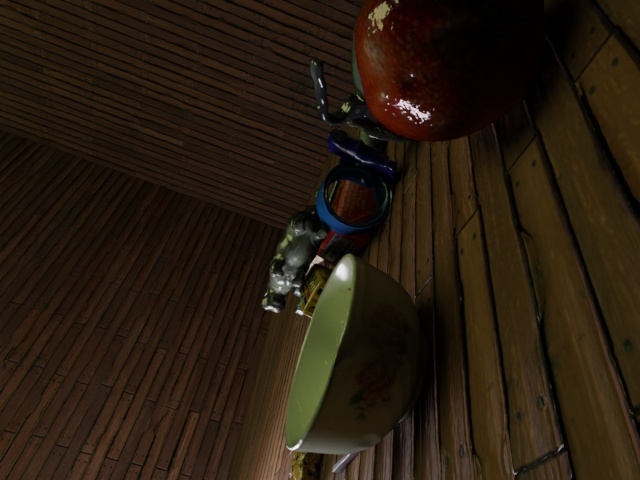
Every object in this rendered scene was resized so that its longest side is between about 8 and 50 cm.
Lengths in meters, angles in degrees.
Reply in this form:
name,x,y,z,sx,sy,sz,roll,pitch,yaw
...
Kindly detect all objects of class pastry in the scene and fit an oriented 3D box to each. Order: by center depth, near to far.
name,x,y,z,sx,sy,sz,roll,pitch,yaw
pastry,-0.032,0.449,0.962,0.080,0.056,0.140,-52,14,33

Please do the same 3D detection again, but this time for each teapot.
name,x,y,z,sx,sy,sz,roll,pitch,yaw
teapot,0.139,-0.328,1.036,0.305,0.223,0.285,-39,-29,-47

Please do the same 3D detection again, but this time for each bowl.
name,x,y,z,sx,sy,sz,roll,pitch,yaw
bowl,0.057,0.169,0.677,0.277,0.145,0.277,-160,90,-82

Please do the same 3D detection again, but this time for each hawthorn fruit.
name,x,y,z,sx,sy,sz,roll,pitch,yaw
hawthorn fruit,0.148,-0.258,0.667,0.300,0.254,0.254,3,73,70

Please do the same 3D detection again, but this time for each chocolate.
name,x,y,z,sx,sy,sz,roll,pitch,yaw
chocolate,0.076,-0.066,1.329,0.237,0.108,0.235,128,159,-65

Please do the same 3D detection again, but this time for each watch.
name,x,y,z,sx,sy,sz,roll,pitch,yaw
watch,0.076,-0.121,1.146,0.171,0.196,0.200,97,-162,-77

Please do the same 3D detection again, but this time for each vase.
name,x,y,z,sx,sy,sz,roll,pitch,yaw
vase,0.155,-0.312,1.464,0.096,0.096,0.219,118,166,-51

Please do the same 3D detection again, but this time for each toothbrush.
name,x,y,z,sx,sy,sz,roll,pitch,yaw
toothbrush,0.058,0.329,0.760,0.017,0.014,0.194,-81,12,-45

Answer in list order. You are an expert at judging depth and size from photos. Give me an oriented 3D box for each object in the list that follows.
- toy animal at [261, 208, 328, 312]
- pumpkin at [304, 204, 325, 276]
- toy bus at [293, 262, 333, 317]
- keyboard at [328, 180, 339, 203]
name,x,y,z,sx,sy,sz,roll,pitch,yaw
toy animal,-0.084,0.071,1.271,0.168,0.106,0.343,-78,13,-60
pumpkin,0.003,0.004,1.710,0.131,0.125,0.248,-91,1,-50
toy bus,0.009,0.137,1.247,0.123,0.121,0.335,-64,7,4
keyboard,0.020,-0.100,1.370,0.067,0.011,0.202,-118,48,-82
